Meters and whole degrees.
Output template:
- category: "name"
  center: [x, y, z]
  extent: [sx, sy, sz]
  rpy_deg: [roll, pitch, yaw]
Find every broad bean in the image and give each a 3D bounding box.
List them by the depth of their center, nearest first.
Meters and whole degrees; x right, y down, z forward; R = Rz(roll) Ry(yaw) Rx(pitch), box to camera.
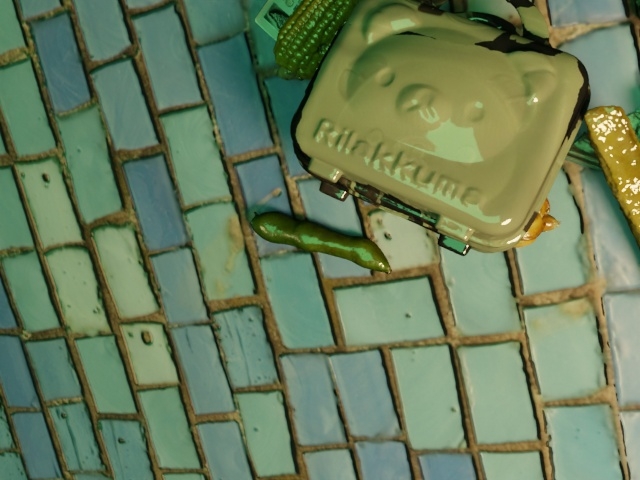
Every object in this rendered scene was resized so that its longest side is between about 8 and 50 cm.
- category: "broad bean"
  center: [-0.001, -0.001, 1.032]
  extent: [0.256, 0.052, 0.052]
  rpy_deg: [18, 150, 12]

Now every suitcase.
- category: "suitcase"
  center: [0.160, -0.187, 0.826]
  extent: [0.352, 0.194, 0.339]
  rpy_deg: [26, 84, 17]

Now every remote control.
- category: "remote control"
  center: [-0.029, -0.384, 0.956]
  extent: [0.065, 0.029, 0.166]
  rpy_deg: [42, 116, -3]

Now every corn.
- category: "corn"
  center: [0.019, -0.338, 0.911]
  extent: [0.097, 0.097, 0.261]
  rpy_deg: [45, 115, 4]

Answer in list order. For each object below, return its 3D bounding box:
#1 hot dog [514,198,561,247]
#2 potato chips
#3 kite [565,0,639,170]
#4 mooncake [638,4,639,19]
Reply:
- category: "hot dog"
  center: [0.226, -0.053, 0.920]
  extent: [0.249, 0.076, 0.102]
  rpy_deg: [20, 70, 19]
- category: "potato chips"
  center: [0.446, -0.012, 0.834]
  extent: [0.057, 0.080, 0.407]
  rpy_deg: [-24, 109, 23]
- category: "kite"
  center: [0.491, -0.181, 0.836]
  extent: [0.335, 0.011, 0.314]
  rpy_deg: [-27, 93, 22]
- category: "mooncake"
  center: [0.557, -0.227, 0.736]
  extent: [0.347, 0.057, 0.150]
  rpy_deg: [15, 112, 37]
